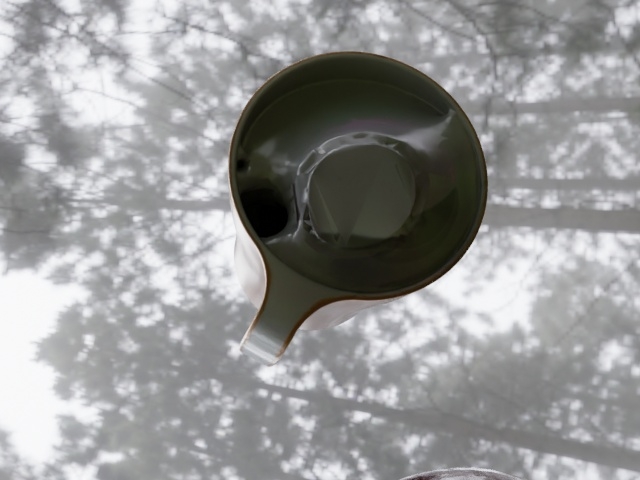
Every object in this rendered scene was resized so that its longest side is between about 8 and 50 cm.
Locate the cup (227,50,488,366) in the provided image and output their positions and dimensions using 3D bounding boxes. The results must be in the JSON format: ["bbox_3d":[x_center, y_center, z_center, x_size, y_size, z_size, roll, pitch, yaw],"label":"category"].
[{"bbox_3d":[0.000,0.000,0.865,0.182,0.264,0.226,30,-109,0],"label":"cup"}]

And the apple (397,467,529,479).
[{"bbox_3d":[0.069,0.268,0.580,0.317,0.288,0.288,-40,-54,4],"label":"apple"}]
